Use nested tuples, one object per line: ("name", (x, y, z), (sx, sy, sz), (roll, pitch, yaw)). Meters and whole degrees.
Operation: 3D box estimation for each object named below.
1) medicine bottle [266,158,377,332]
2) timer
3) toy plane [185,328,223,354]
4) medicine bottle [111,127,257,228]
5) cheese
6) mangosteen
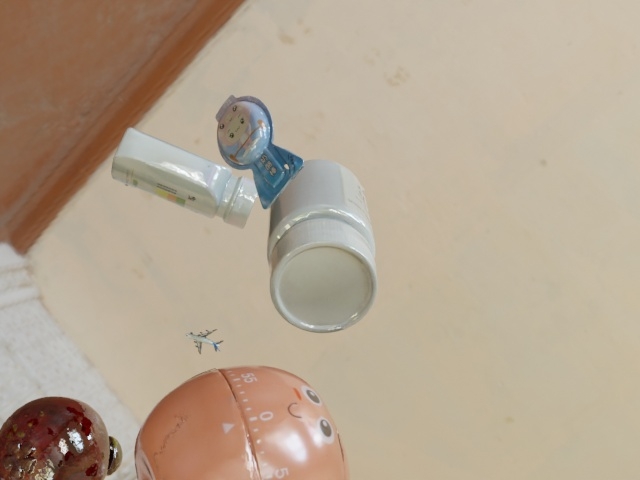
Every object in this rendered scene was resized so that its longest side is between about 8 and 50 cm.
("medicine bottle", (0.000, 0.000, 1.517), (0.211, 0.211, 0.371), (-44, -159, 19))
("timer", (-0.085, 0.251, 0.859), (0.215, 0.229, 0.229), (-11, 159, -26))
("toy plane", (-0.251, 0.214, 1.665), (0.078, 0.084, 0.024), (-55, -162, 25))
("medicine bottle", (-0.280, -0.125, 1.622), (0.161, 0.296, 0.111), (136, -26, -69))
("cheese", (-0.124, -0.176, 1.425), (0.052, 0.244, 0.135), (11, 126, -51))
("mangosteen", (-0.475, 0.397, 1.445), (0.215, 0.215, 0.257), (-43, 156, 7))
